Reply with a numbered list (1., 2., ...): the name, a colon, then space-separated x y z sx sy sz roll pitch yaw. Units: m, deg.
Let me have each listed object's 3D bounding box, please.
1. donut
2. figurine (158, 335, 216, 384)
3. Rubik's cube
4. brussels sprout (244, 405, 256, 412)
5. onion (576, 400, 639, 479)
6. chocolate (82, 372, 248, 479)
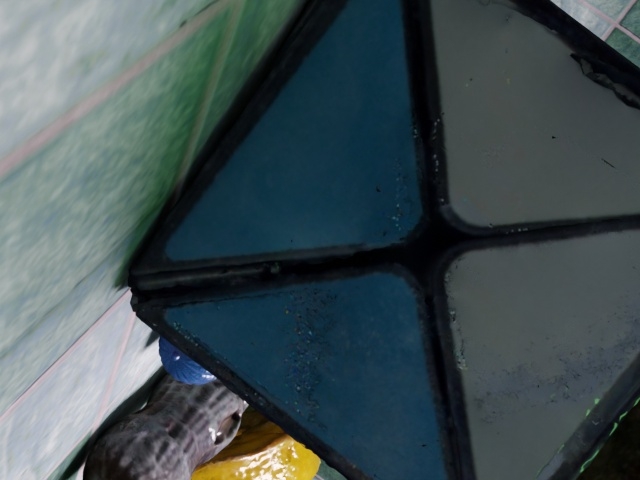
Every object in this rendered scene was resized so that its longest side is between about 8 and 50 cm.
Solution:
1. donut: -0.120 0.295 1.138 0.277 0.108 0.277 -21 -178 1
2. figurine: -0.109 0.082 0.802 0.136 0.079 0.077 -135 -123 -73
3. Rubik's cube: 0.095 -0.001 0.625 0.305 0.307 0.310 -53 174 9
4. brussels sprout: -0.094 0.161 1.139 0.155 0.117 0.155 -39 159 -18
5. onion: 0.276 0.231 0.637 0.337 0.282 0.260 -60 -166 -14
6. chocolate: -0.156 0.201 0.902 0.110 0.110 0.248 -56 172 25
